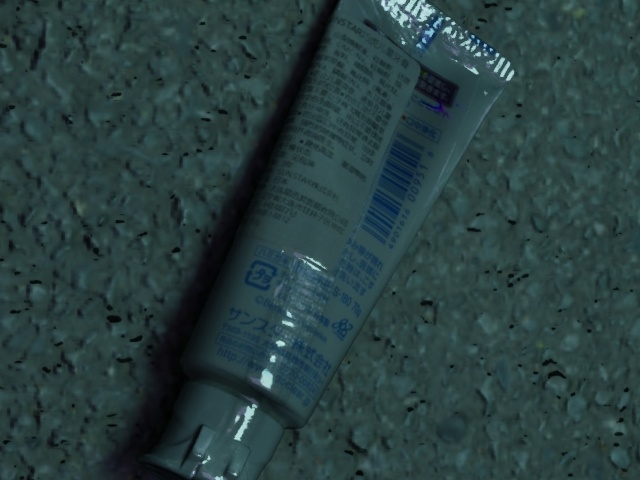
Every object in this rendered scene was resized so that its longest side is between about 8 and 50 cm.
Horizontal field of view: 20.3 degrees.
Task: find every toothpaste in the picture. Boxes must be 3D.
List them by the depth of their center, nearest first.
[{"bbox_3d":[0.000,0.000,0.954,0.114,0.073,0.299,33,73,-18],"label":"toothpaste"}]
